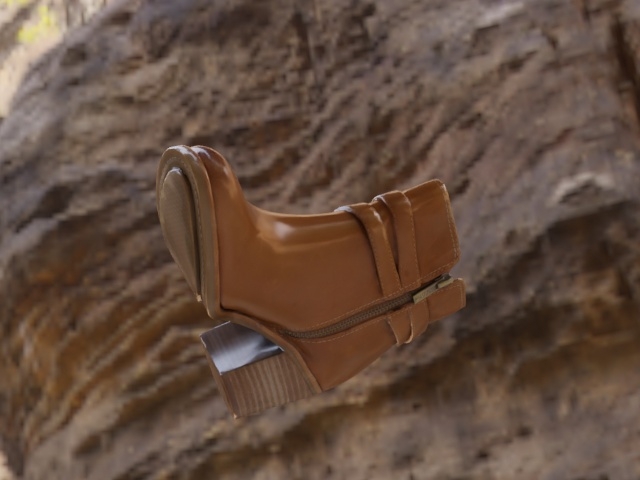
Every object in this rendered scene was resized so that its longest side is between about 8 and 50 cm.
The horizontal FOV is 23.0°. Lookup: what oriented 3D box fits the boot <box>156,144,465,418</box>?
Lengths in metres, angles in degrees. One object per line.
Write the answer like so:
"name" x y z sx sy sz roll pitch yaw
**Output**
"boot" 0.000 0.000 0.838 0.152 0.073 0.197 -24 -40 -10
